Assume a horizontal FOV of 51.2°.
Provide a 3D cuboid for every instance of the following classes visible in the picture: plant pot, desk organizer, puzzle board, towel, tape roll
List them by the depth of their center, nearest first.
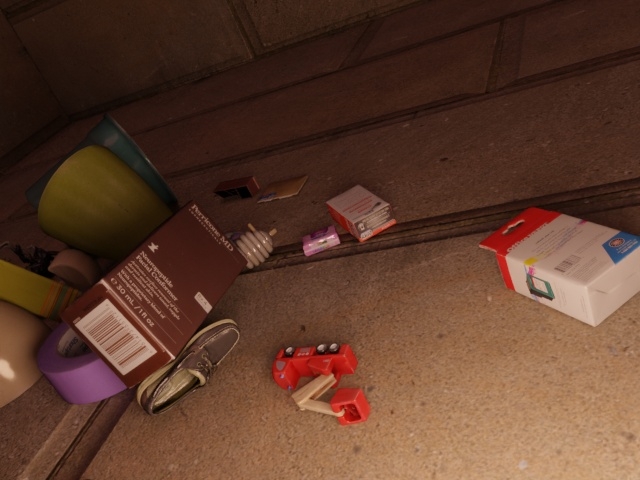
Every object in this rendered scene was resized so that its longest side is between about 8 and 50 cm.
[{"bbox_3d":[-0.448,0.213,1.409,0.275,0.090,0.275,-20,27,10],"label":"tape roll"},{"bbox_3d":[-0.775,0.240,1.524,0.284,0.191,0.284,-20,27,11],"label":"plant pot"},{"bbox_3d":[-0.682,0.123,1.597,0.102,0.237,0.021,-60,15,18],"label":"towel"},{"bbox_3d":[-0.511,-0.055,1.717,0.293,0.275,0.275,31,50,11],"label":"plant pot"},{"bbox_3d":[-0.103,-0.140,1.839,0.128,0.011,0.096,-11,31,27],"label":"puzzle board"},{"bbox_3d":[-0.243,-0.146,1.927,0.130,0.047,0.050,-7,34,31],"label":"desk organizer"},{"bbox_3d":[-0.668,-0.147,2.011,0.334,0.341,0.341,-41,30,-12],"label":"plant pot"}]

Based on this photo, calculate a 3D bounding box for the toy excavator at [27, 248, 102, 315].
[{"bbox_3d":[-0.839,0.147,1.744,0.433,0.445,0.222,-60,15,27],"label":"toy excavator"}]

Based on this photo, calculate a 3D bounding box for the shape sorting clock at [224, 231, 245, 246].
[{"bbox_3d":[-0.254,0.035,1.617,0.206,0.040,0.206,-20,28,11],"label":"shape sorting clock"}]

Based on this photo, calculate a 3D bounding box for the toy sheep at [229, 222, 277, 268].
[{"bbox_3d":[-0.153,0.014,1.520,0.132,0.091,0.091,-41,29,-4],"label":"toy sheep"}]

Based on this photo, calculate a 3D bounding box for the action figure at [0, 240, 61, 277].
[{"bbox_3d":[-0.905,0.082,1.974,0.276,0.141,0.164,-34,26,-10],"label":"action figure"}]

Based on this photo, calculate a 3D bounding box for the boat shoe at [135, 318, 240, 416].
[{"bbox_3d":[-0.227,0.234,1.205,0.223,0.080,0.073,-38,36,-15],"label":"boat shoe"}]

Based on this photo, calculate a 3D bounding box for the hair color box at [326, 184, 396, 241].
[{"bbox_3d":[0.088,-0.063,1.495,0.093,0.053,0.167,-28,26,-9],"label":"hair color box"}]

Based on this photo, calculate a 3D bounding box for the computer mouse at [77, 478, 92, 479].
[{"bbox_3d":[-0.479,0.435,1.089,0.242,0.041,0.071,-22,26,4],"label":"computer mouse"}]

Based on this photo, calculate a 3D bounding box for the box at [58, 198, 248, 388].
[{"bbox_3d":[-0.306,0.089,1.313,0.143,0.191,0.381,-35,12,25],"label":"box"}]

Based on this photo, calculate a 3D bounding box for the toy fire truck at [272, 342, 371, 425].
[{"bbox_3d":[-0.003,0.226,1.058,0.192,0.047,0.135,-9,32,29],"label":"toy fire truck"}]

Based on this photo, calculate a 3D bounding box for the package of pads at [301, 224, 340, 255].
[{"bbox_3d":[0.000,0.000,1.477,0.083,0.032,0.050,-22,28,6],"label":"package of pads"}]

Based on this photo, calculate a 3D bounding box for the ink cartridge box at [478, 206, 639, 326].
[{"bbox_3d":[0.378,0.031,1.053,0.134,0.078,0.231,-33,28,-16],"label":"ink cartridge box"}]
